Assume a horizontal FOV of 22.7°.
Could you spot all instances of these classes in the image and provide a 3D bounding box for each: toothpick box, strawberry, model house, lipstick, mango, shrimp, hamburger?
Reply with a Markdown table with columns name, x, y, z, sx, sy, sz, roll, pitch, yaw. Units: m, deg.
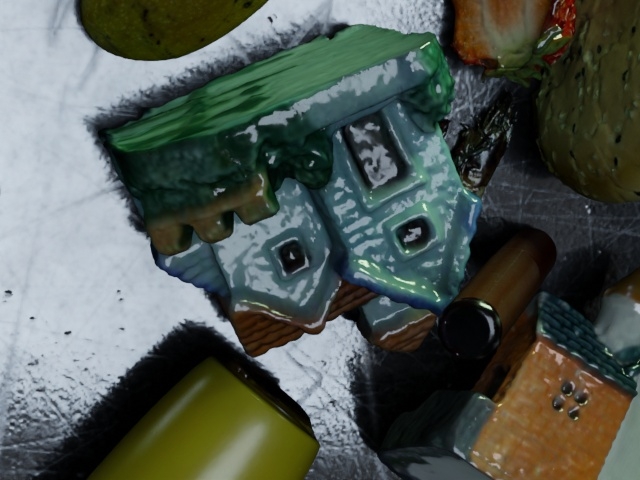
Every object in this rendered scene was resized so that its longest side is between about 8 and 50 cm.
| name | x | y | z | sx | sy | sz | roll | pitch | yaw |
| --- | --- | --- | --- | --- | --- | --- | --- | --- | --- |
| toothpick box | -0.126 | 0.244 | 1.507 | 0.175 | 0.175 | 0.271 | 40 | 86 | -16 |
| strawberry | 0.184 | -0.238 | 1.533 | 0.082 | 0.146 | 0.187 | 0 | 74 | -52 |
| model house | 0.000 | 0.000 | 1.467 | 0.294 | 0.252 | 0.329 | -25 | 110 | -8 |
| lipstick | 0.167 | 0.043 | 1.453 | 0.057 | 0.356 | 0.057 | 3 | 101 | 16 |
| mango | -0.090 | -0.304 | 1.429 | 0.176 | 0.175 | 0.330 | 27 | 94 | 29 |
| model house | 0.249 | 0.160 | 1.599 | 0.271 | 0.190 | 0.301 | 34 | 75 | -12 |
| shrimp | 0.138 | -0.084 | 1.582 | 0.091 | 0.034 | 0.161 | 30 | 93 | -15 |
| hamburger | 0.354 | -0.178 | 1.501 | 0.195 | 0.277 | 0.318 | 13 | 93 | -21 |
